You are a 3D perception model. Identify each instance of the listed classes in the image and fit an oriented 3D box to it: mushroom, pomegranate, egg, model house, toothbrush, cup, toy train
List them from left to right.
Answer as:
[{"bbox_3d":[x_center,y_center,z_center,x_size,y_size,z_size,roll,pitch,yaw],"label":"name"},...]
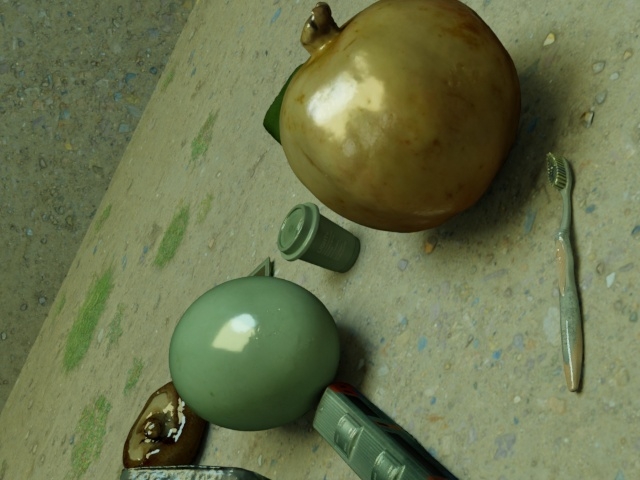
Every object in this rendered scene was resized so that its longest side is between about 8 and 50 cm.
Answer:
[{"bbox_3d":[-0.330,0.420,2.066,0.231,0.138,0.194,-62,12,-19],"label":"mushroom"},{"bbox_3d":[-0.208,0.542,1.613,0.271,0.190,0.301,-2,71,14],"label":"model house"},{"bbox_3d":[-0.121,0.202,1.709,0.389,0.276,0.276,-19,51,51],"label":"egg"},{"bbox_3d":[0.000,0.000,1.817,0.120,0.141,0.120,-44,33,40],"label":"cup"},{"bbox_3d":[0.082,0.319,1.468,0.409,0.089,0.086,32,100,62],"label":"toy train"},{"bbox_3d":[0.116,-0.216,1.523,0.411,0.411,0.411,-41,36,38],"label":"pomegranate"},{"bbox_3d":[0.339,0.034,1.318,0.028,0.037,0.375,-36,41,47],"label":"toothbrush"}]

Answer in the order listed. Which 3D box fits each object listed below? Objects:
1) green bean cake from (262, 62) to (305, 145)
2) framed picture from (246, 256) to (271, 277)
[{"bbox_3d":[-0.009,-0.288,2.099,0.222,0.125,0.248,-58,30,8],"label":"green bean cake"},{"bbox_3d":[-0.187,0.188,2.120,0.273,0.016,0.216,-40,36,39],"label":"framed picture"}]
